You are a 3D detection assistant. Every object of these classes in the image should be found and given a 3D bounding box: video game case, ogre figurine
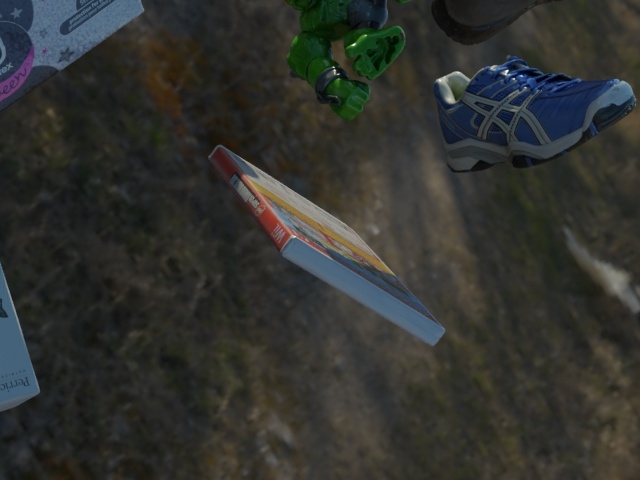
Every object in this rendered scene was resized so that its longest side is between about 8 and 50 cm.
[{"bbox_3d":[0.000,0.000,1.487,0.204,0.025,0.285,32,8,-28],"label":"video game case"},{"bbox_3d":[0.027,-0.207,1.273,0.097,0.118,0.197,0,96,-38],"label":"ogre figurine"}]

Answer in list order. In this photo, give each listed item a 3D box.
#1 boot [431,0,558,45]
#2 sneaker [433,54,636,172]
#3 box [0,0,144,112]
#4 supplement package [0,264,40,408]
[{"bbox_3d":[0.294,-0.368,1.670,0.338,0.222,0.118,-40,84,-22],"label":"boot"},{"bbox_3d":[0.162,-0.107,1.142,0.080,0.211,0.081,-30,103,-34],"label":"sneaker"},{"bbox_3d":[-0.322,-0.240,1.384,0.142,0.247,0.163,35,-26,37],"label":"box"},{"bbox_3d":[-0.313,0.061,1.152,0.105,0.105,0.179,-16,84,-29],"label":"supplement package"}]
